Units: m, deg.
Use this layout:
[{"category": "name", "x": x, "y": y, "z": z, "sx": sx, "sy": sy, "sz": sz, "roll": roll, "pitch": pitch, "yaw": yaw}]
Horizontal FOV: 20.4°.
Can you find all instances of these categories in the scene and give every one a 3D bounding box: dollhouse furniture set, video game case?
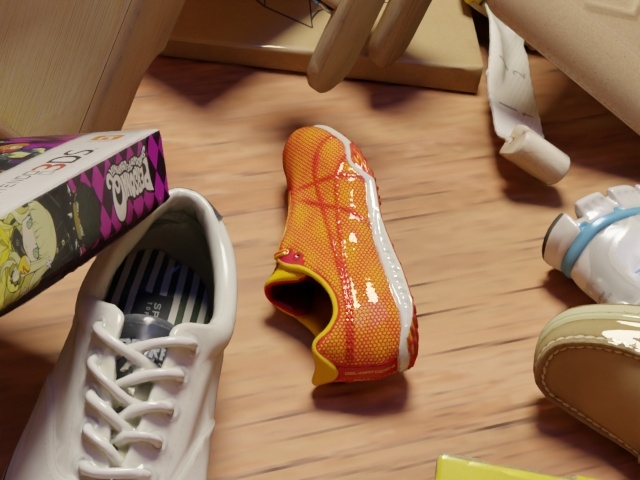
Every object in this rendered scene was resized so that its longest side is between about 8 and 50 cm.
[{"category": "dollhouse furniture set", "x": -0.081, "y": -0.147, "z": 1.005, "sx": 0.212, "sy": 0.161, "sz": 0.242, "roll": 36, "pitch": 30, "yaw": 17}, {"category": "video game case", "x": -0.206, "y": -0.005, "z": 0.752, "sx": 0.232, "sy": 0.042, "sz": 0.210, "roll": -2, "pitch": 13, "yaw": 16}]

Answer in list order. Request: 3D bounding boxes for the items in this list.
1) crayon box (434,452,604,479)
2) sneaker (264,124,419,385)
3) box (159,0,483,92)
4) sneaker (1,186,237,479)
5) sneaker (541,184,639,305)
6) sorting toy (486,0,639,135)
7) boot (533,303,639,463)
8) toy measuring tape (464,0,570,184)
[{"category": "crayon box", "x": 0.178, "y": 0.208, "z": 0.657, "sx": 0.318, "sy": 0.081, "sz": 0.202, "roll": 12, "pitch": 63, "yaw": -3}, {"category": "sneaker", "x": 0.000, "y": 0.000, "z": 0.910, "sx": 0.067, "sy": 0.064, "sz": 0.175, "roll": -8, "pitch": 41, "yaw": -10}, {"category": "box", "x": -0.004, "y": -0.159, "z": 1.121, "sx": 0.201, "sy": 0.021, "sz": 0.164, "roll": 6, "pitch": 41, "yaw": -10}, {"category": "sneaker", "x": -0.088, "y": 0.075, "z": 0.773, "sx": 0.094, "sy": 0.091, "sz": 0.258, "roll": 9, "pitch": 40, "yaw": -6}, {"category": "sneaker", "x": 0.218, "y": 0.004, "z": 0.973, "sx": 0.190, "sy": 0.071, "sz": 0.083, "roll": -19, "pitch": 56, "yaw": -22}, {"category": "sorting toy", "x": 0.204, "y": -0.162, "z": 1.071, "sx": 0.193, "sy": 0.038, "sz": 0.208, "roll": 37, "pitch": 61, "yaw": -15}, {"category": "boot", "x": 0.175, "y": 0.124, "z": 0.810, "sx": 0.213, "sy": 0.077, "sz": 0.165, "roll": 26, "pitch": 44, "yaw": 12}, {"category": "toy measuring tape", "x": 0.147, "y": -0.175, "z": 1.103, "sx": 0.121, "sy": 0.121, "sz": 0.330, "roll": 8, "pitch": 41, "yaw": -7}]
